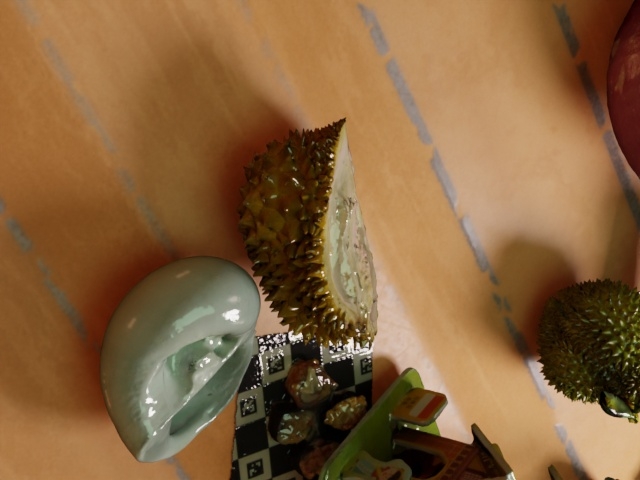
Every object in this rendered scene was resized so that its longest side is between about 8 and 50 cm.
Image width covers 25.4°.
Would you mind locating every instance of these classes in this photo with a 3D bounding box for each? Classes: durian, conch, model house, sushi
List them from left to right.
[{"bbox_3d":[-0.142,0.116,1.442,0.185,0.121,0.221,23,99,-40],"label":"conch"},{"bbox_3d":[-0.010,0.004,1.479,0.138,0.183,0.249,-16,102,-3],"label":"durian"},{"bbox_3d":[-0.007,0.204,1.606,0.193,0.040,0.210,-7,109,-31],"label":"sushi"},{"bbox_3d":[0.241,0.303,1.623,0.340,0.323,0.300,-45,130,-34],"label":"model house"},{"bbox_3d":[0.354,0.127,1.717,0.146,0.198,0.159,12,94,-39],"label":"durian"}]

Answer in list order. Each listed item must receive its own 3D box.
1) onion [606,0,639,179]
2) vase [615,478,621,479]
[{"bbox_3d":[0.528,-0.185,1.634,0.358,0.345,0.358,11,72,-37],"label":"onion"},{"bbox_3d":[0.342,0.483,1.820,0.291,0.245,0.245,-34,121,-12],"label":"vase"}]
